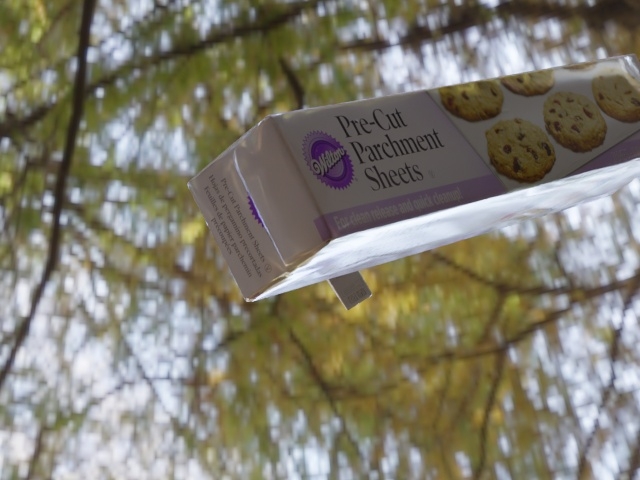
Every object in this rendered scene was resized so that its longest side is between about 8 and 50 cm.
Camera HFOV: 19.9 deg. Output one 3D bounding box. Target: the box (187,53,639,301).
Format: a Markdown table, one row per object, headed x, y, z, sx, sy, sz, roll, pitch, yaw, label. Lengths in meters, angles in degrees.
| x | y | z | sx | sy | sz | roll | pitch | yaw | label |
| --- | --- | --- | --- | --- | --- | --- | --- | --- | --- |
| 0.072 | -0.039 | 0.909 | 0.063 | 0.324 | 0.067 | -36 | -104 | 38 | box |

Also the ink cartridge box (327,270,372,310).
| x | y | z | sx | sy | sz | roll | pitch | yaw | label |
| --- | --- | --- | --- | --- | --- | --- | --- | --- | --- |
| 0.000 | 0.000 | 1.580 | 0.029 | 0.063 | 0.115 | -33 | -63 | 0 | ink cartridge box |
